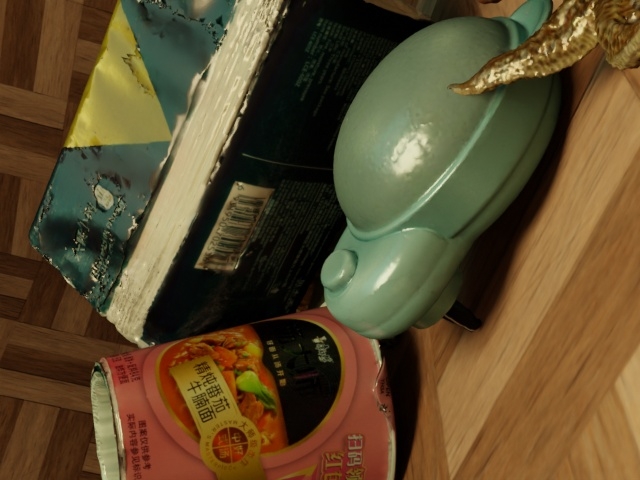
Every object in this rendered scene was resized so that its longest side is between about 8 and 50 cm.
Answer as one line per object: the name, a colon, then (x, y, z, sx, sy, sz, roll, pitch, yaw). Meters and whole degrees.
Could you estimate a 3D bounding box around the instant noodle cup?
instant noodle cup: (-0.083, 0.182, 0.908, 0.244, 0.254, 0.244, 175, 90, -69)

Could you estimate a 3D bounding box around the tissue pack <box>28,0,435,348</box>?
tissue pack: (-0.095, -0.116, 1.008, 0.264, 0.253, 0.417, -3, -53, -53)

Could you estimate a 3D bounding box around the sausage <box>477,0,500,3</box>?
sausage: (0.153, -0.224, 0.618, 0.158, 0.036, 0.042, -49, 24, 16)

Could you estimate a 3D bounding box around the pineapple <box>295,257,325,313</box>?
pineapple: (0.000, 0.000, 1.243, 0.225, 0.076, 0.225, 5, -90, -68)

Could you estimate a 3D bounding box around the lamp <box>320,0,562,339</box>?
lamp: (0.087, -0.057, 0.750, 0.209, 0.147, 0.284, -161, 83, -74)

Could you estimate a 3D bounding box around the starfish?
starfish: (0.185, -0.180, 0.574, 0.277, 0.062, 0.236, -44, 25, 49)

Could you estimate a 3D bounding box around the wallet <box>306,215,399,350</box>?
wallet: (0.061, -0.026, 1.084, 0.223, 0.077, 0.310, 144, 141, -71)
